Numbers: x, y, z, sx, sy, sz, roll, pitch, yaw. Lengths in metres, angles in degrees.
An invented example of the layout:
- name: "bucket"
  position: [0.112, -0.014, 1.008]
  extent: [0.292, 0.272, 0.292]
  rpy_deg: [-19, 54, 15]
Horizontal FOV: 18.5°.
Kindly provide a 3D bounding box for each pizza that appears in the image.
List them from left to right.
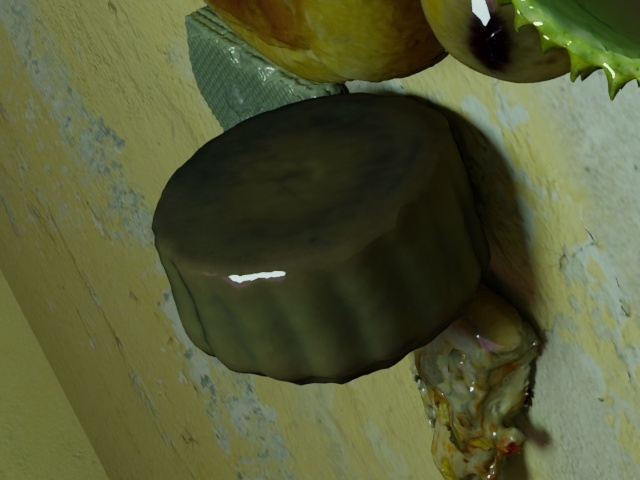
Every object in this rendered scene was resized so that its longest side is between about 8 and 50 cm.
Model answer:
- name: "pizza"
  position: [0.132, 0.145, 1.872]
  extent: [0.189, 0.071, 0.297]
  rpy_deg: [44, 152, 34]

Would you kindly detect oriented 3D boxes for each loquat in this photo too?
- name: "loquat"
  position: [0.141, -0.185, 1.404]
  extent: [0.163, 0.137, 0.163]
  rpy_deg: [48, 173, 8]

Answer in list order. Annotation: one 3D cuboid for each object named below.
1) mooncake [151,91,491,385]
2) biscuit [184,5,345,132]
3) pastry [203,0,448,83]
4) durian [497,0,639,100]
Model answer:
- name: "mooncake"
  position: [0.000, 0.000, 1.724]
  extent: [0.290, 0.290, 0.161]
  rpy_deg: [29, 146, 52]
- name: "biscuit"
  position: [-0.052, -0.132, 1.973]
  extent: [0.252, 0.052, 0.150]
  rpy_deg: [37, 147, 45]
- name: "pastry"
  position: [-0.024, -0.279, 1.579]
  extent: [0.356, 0.164, 0.356]
  rpy_deg: [42, 160, 19]
- name: "durian"
  position: [0.187, -0.223, 1.247]
  extent: [0.355, 0.157, 0.169]
  rpy_deg: [57, 145, 15]
